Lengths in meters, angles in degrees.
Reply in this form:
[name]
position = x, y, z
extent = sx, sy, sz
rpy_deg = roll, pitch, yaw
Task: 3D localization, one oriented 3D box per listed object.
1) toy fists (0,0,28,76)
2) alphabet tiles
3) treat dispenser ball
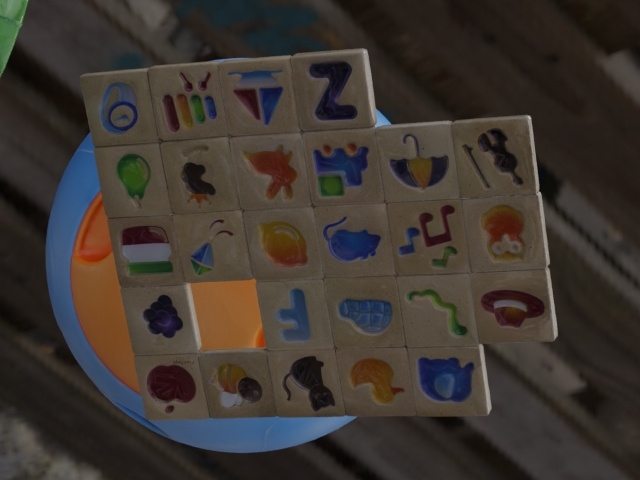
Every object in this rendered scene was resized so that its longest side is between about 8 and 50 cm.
[toy fists]
position = -0.233, -0.125, 0.834
extent = 0.142, 0.279, 0.096
rpy_deg = 23, 87, -26
[alphabet tiles]
position = 0.000, 0.000, 0.948
extent = 0.009, 0.237, 0.198
rpy_deg = -46, 130, -64
[treat dispenser ball]
position = -0.056, 0.011, 1.338
extent = 0.288, 0.288, 0.288
rpy_deg = 12, 71, -38
